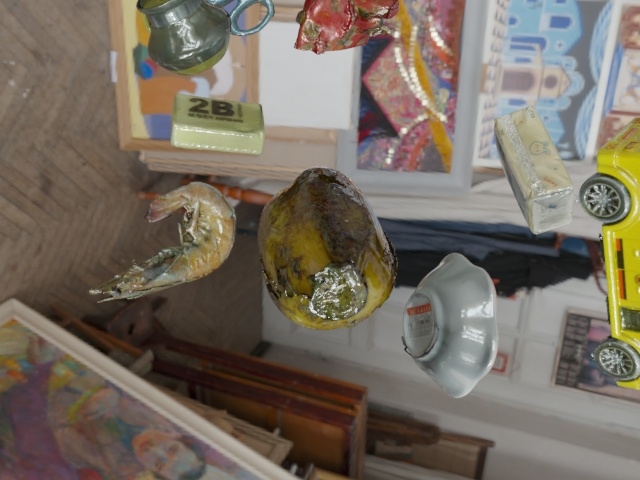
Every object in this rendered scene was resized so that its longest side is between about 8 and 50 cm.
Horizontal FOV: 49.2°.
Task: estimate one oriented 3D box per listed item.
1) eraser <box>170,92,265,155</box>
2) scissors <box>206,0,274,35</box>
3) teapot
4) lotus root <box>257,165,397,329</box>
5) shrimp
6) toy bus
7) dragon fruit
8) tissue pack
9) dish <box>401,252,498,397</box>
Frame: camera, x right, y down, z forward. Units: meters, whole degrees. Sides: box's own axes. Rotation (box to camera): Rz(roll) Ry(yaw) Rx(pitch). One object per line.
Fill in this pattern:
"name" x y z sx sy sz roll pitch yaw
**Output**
"eraser" -0.193 -0.220 1.317 0.117 0.172 0.058 -100 -160 -47
"scissors" -0.074 -0.485 1.222 0.289 0.138 0.041 -42 -179 -3
"teapot" -0.208 -0.313 1.008 0.130 0.166 0.119 -47 135 -22
"lotus root" 0.000 0.000 1.070 0.397 0.196 0.179 -104 169 -66
"shrimp" -0.216 0.005 0.973 0.251 0.052 0.143 -32 124 -44
"toy bus" 0.420 0.025 0.847 0.144 0.152 0.330 -35 119 -40
"dragon fruit" 0.069 -0.509 1.473 0.134 0.212 0.262 117 -14 -54
"tissue pack" 0.400 -0.130 1.311 0.148 0.092 0.196 56 18 -60
"dish" 0.183 0.131 1.095 0.229 0.081 0.229 -174 -90 -69
